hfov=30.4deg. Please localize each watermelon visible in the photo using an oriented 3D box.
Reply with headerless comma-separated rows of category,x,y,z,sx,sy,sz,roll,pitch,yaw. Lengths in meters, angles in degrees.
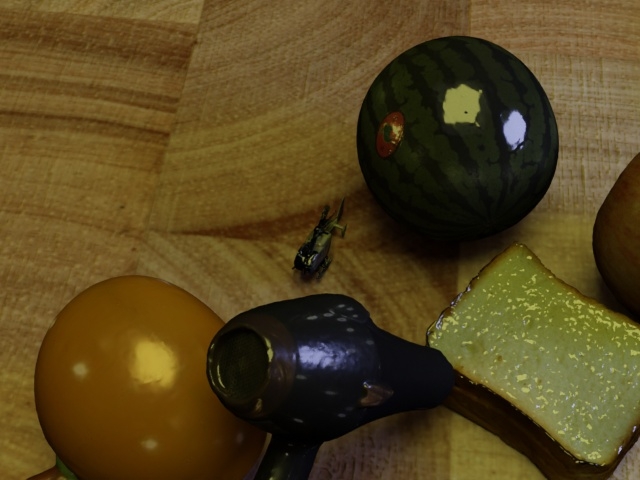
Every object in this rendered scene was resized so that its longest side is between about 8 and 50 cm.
watermelon,0.138,-0.106,1.205,0.212,0.212,0.212,1,51,-1

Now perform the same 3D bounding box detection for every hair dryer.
hair dryer,-0.022,0.219,0.963,0.120,0.304,0.359,21,91,31

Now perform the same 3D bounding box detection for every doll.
doll,-0.168,0.150,1.007,0.236,0.213,0.213,-41,62,-13

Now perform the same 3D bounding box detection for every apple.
apple,0.370,-0.008,1.131,0.188,0.211,0.211,34,58,24

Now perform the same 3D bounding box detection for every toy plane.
toy plane,0.000,0.000,1.218,0.031,0.049,0.120,20,36,13

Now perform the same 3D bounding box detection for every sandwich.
sandwich,0.218,0.117,1.118,0.215,0.065,0.186,32,58,22
